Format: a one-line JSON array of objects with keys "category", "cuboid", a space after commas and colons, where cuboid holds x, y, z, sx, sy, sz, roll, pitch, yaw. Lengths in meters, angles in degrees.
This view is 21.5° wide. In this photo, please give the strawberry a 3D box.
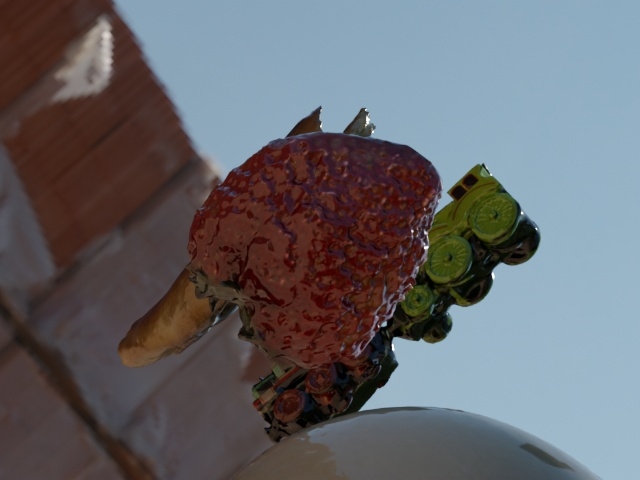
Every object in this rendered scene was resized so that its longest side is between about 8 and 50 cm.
[{"category": "strawberry", "cuboid": [-0.004, -0.001, 0.996, 0.131, 0.148, 0.131, 39, -4, 3]}]

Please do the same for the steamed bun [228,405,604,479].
[{"category": "steamed bun", "cuboid": [0.032, 0.186, 0.660, 0.232, 0.232, 0.145, 43, 20, 10]}]

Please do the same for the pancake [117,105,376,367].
[{"category": "pancake", "cuboid": [-0.051, -0.008, 1.304, 0.056, 0.257, 0.212, 38, -17, -4]}]

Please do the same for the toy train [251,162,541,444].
[{"category": "toy train", "cuboid": [0.050, 0.052, 1.214, 0.085, 0.250, 0.053, 46, -1, 42]}]
